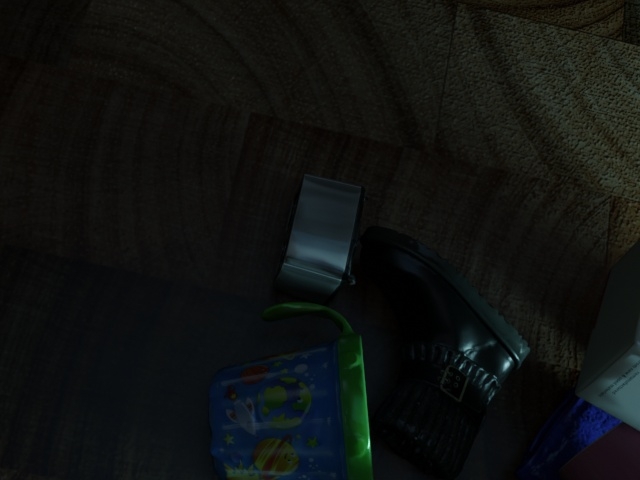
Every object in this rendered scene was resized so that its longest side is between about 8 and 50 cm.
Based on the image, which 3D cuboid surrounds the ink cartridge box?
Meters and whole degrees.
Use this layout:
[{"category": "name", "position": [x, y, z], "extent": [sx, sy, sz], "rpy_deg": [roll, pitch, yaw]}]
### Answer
[{"category": "ink cartridge box", "position": [0.598, 0.179, 1.129], "extent": [0.384, 0.160, 0.279], "rpy_deg": [29, 48, 4]}]

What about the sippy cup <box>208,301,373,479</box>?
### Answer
[{"category": "sippy cup", "position": [-0.042, 0.260, 1.146], "extent": [0.224, 0.240, 0.305], "rpy_deg": [-6, 33, 2]}]

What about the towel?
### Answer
[{"category": "towel", "position": [0.479, 0.381, 1.241], "extent": [0.308, 0.076, 0.227], "rpy_deg": [42, 79, 8]}]

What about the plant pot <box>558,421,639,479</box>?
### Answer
[{"category": "plant pot", "position": [0.444, 0.363, 1.116], "extent": [0.201, 0.201, 0.180], "rpy_deg": [-29, 63, -15]}]

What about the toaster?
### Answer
[{"category": "toaster", "position": [0.000, 0.000, 1.249], "extent": [0.110, 0.186, 0.168], "rpy_deg": [14, 71, -7]}]

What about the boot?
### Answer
[{"category": "boot", "position": [0.140, 0.170, 1.211], "extent": [0.348, 0.131, 0.260], "rpy_deg": [42, 71, -5]}]
